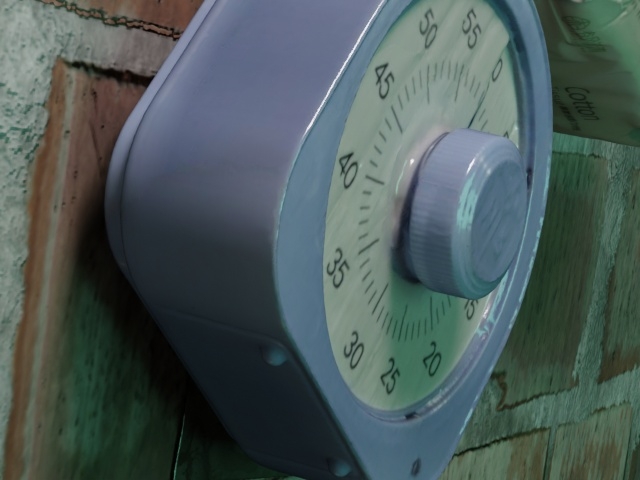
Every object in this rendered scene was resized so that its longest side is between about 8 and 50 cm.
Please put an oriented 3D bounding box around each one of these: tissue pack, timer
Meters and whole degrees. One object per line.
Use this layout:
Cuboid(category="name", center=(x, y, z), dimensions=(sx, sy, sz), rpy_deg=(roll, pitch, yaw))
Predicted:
Cuboid(category="tissue pack", center=(0.249, -0.270, 1.574), dimensions=(0.356, 0.194, 0.266), rpy_deg=(40, 64, -63))
Cuboid(category="timer", center=(0.048, -0.041, 1.143), dimensions=(0.395, 0.173, 0.395), rpy_deg=(-29, 125, -52))

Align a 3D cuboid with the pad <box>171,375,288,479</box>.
Cuboid(category="pad", center=(0.000, 0.000, 1.273), dimensions=(0.248, 0.007, 0.367), rpy_deg=(7, 94, -52))
